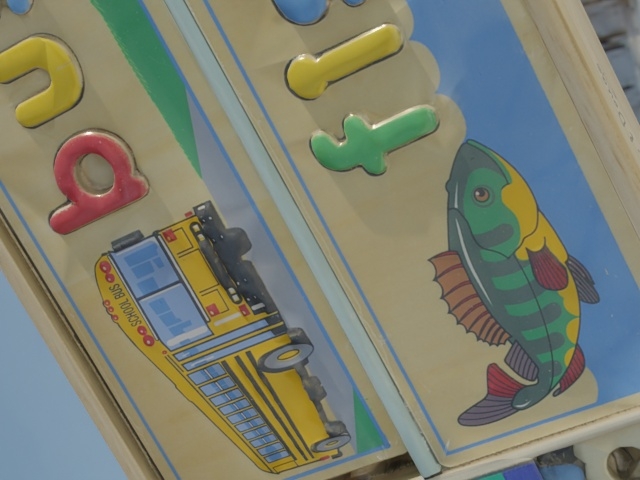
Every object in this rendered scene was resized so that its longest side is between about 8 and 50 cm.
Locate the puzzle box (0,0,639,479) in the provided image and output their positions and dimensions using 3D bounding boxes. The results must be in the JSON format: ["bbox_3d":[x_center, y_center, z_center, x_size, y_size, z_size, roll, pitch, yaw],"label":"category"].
[{"bbox_3d":[0.000,0.000,0.544,0.409,0.272,0.052,61,-154,-12],"label":"puzzle box"}]
